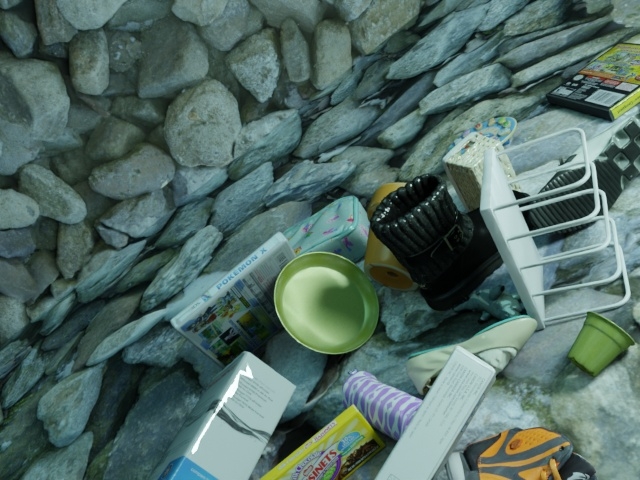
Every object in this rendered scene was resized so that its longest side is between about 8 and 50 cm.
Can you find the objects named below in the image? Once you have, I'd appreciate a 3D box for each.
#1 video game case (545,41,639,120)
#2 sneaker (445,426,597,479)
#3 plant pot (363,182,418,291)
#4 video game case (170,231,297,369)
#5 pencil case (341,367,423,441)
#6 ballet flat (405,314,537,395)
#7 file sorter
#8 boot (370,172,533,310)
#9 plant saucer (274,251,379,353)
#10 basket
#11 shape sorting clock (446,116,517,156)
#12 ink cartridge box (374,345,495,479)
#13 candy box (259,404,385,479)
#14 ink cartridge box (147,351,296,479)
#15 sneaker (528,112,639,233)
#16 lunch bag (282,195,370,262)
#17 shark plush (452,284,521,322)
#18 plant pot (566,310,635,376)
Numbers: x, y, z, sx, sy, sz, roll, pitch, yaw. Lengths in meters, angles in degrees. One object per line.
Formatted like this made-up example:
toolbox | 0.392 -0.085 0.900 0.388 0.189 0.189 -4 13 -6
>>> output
video game case | 0.746 -0.407 1.668 0.248 0.035 0.275 -36 25 0
sneaker | 0.278 0.349 0.840 0.180 0.124 0.321 -32 26 10
plant pot | 0.187 0.004 1.488 0.205 0.205 0.188 -5 55 47
video game case | -0.159 0.154 1.525 0.300 0.329 0.036 -40 62 -8
pencil case | 0.122 0.297 1.177 0.088 0.086 0.206 -16 17 -28
ballet flat | 0.269 0.211 1.161 0.248 0.086 0.086 -26 27 23
file sorter | 0.409 -0.021 1.147 0.173 0.278 0.193 -16 32 27
boot | 0.284 -0.051 1.358 0.348 0.260 0.131 -45 28 -18
plant saucer | 0.011 0.139 1.452 0.241 0.241 0.037 -54 -1 -34
basket | 0.378 -0.150 1.532 0.113 0.167 0.103 -42 33 -13
shape sorting clock | 0.440 -0.281 1.818 0.206 0.040 0.206 -28 27 15
ink cartridge box | 0.150 0.305 0.952 0.066 0.261 0.296 31 84 20
candy box | 0.005 0.382 1.138 0.206 0.105 0.027 -38 25 -5
ink cartridge box | -0.202 0.394 1.266 0.223 0.129 0.307 -44 11 50
sneaker | 0.553 -0.131 1.366 0.330 0.122 0.146 -38 8 -3
lunch bag | 0.000 0.000 1.795 0.279 0.108 0.224 -27 27 18
shark plush | 0.312 0.126 1.267 0.161 0.073 0.067 -3 71 42
plant pot | 0.429 0.167 1.034 0.079 0.083 0.083 -50 27 -4
